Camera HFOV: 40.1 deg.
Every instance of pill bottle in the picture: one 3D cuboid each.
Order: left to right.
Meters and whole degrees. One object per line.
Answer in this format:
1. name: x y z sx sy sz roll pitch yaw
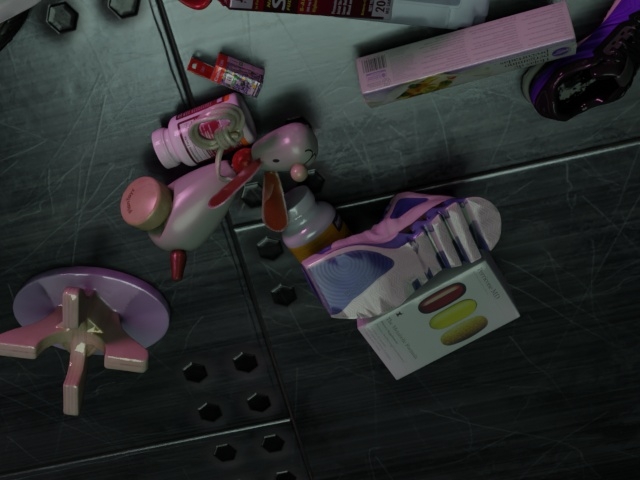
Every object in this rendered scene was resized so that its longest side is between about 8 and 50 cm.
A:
1. pill bottle: -0.185 -0.170 1.390 0.152 0.086 0.086 -19 117 10
2. pill bottle: 0.000 0.000 1.477 0.103 0.103 0.184 -31 115 14

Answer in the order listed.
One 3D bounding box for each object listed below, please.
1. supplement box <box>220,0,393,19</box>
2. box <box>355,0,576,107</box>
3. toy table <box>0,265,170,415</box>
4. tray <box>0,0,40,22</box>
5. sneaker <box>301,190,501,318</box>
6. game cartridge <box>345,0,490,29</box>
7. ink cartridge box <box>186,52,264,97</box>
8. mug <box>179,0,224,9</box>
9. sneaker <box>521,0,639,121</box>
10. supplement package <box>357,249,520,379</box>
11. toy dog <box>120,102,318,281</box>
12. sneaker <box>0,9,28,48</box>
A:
1. supplement box: -0.013 -0.378 1.193 0.239 0.073 0.130 -2 120 -20
2. box: 0.216 -0.277 1.321 0.324 0.063 0.067 -14 74 13
3. toy table: -0.410 0.157 1.522 0.274 0.161 0.252 -3 118 2
4. tray: -0.543 -0.335 1.217 0.270 0.030 0.145 -33 81 -16
5. sneaker: 0.123 0.011 1.431 0.315 0.182 0.127 -24 106 -5
6. game cartridge: 0.113 -0.418 1.282 0.294 0.060 0.196 5 122 -5
7. ink cartridge box: -0.145 -0.262 1.353 0.115 0.063 0.029 20 117 -12
8. mug: -0.191 -0.411 1.246 0.169 0.113 0.150 29 110 -13
9. sneaker: 0.448 -0.276 1.313 0.293 0.146 0.102 -39 112 19
10. supplement package: 0.197 0.106 1.522 0.244 0.134 0.139 -30 116 14
11. toy dog: -0.155 -0.050 1.362 0.220 0.161 0.333 7 148 -42
12. sneaker: -0.559 -0.299 1.302 0.286 0.109 0.130 -33 111 14
